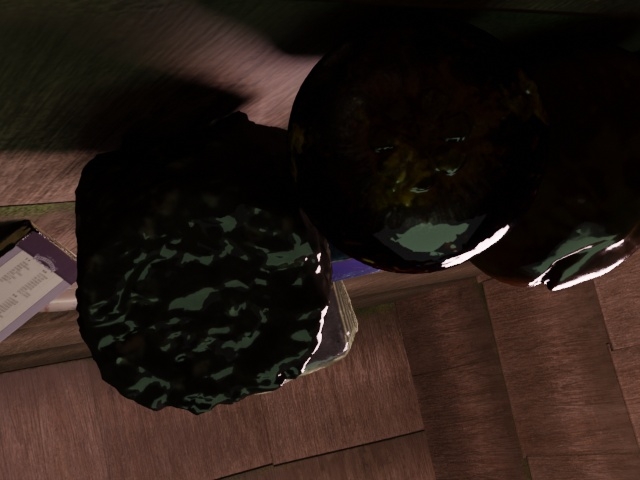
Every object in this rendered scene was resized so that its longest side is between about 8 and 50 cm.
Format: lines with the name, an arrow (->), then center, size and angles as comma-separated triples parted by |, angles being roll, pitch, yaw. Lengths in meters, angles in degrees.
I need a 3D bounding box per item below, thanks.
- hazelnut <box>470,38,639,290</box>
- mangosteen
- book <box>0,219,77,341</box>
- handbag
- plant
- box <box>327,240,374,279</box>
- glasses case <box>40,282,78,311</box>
hazelnut -> 0.211, -0.071, 0.834 | 0.234, 0.218, 0.218 | -48, 159, 17
mangosteen -> 0.070, -0.073, 0.716 | 0.192, 0.192, 0.217 | -13, -175, 1
book -> -0.397, 0.078, 1.099 | 0.231, 0.026, 0.157 | -40, 160, -6
handbag -> -0.111, 0.146, 1.730 | 0.340, 0.247, 0.240 | -15, -177, -1
plant -> -0.101, -0.007, 0.845 | 0.215, 0.213, 0.312 | -13, -152, 4
box -> 0.000, 0.000, 1.320 | 0.261, 0.116, 0.279 | -13, 174, -3
glasses case -> -0.368, 0.079, 1.470 | 0.204, 0.051, 0.081 | -8, 172, -29
